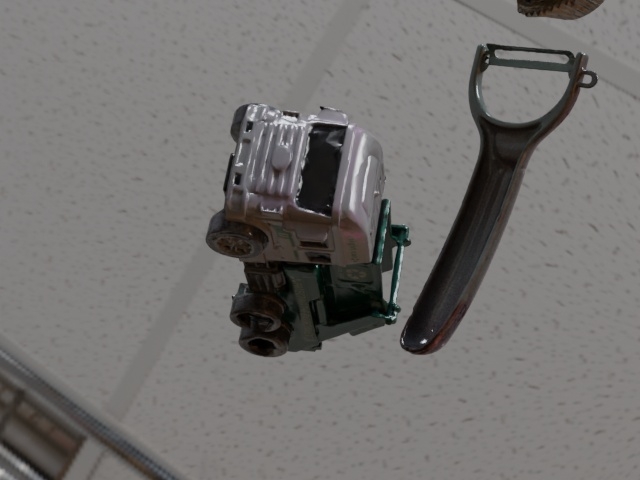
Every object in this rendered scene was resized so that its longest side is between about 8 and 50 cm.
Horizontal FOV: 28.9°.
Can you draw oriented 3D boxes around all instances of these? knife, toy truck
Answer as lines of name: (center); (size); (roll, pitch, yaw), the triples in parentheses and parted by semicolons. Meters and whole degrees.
knife: (0.141, -0.028, 1.026); (0.123, 0.053, 0.278); (12, -103, 46)
toy truck: (0.000, 0.000, 0.837); (0.116, 0.216, 0.110); (5, -118, 8)

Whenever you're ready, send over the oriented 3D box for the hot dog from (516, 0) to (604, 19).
hot dog: (0.181, -0.255, 0.973); (0.099, 0.053, 0.192); (-27, -125, 38)
